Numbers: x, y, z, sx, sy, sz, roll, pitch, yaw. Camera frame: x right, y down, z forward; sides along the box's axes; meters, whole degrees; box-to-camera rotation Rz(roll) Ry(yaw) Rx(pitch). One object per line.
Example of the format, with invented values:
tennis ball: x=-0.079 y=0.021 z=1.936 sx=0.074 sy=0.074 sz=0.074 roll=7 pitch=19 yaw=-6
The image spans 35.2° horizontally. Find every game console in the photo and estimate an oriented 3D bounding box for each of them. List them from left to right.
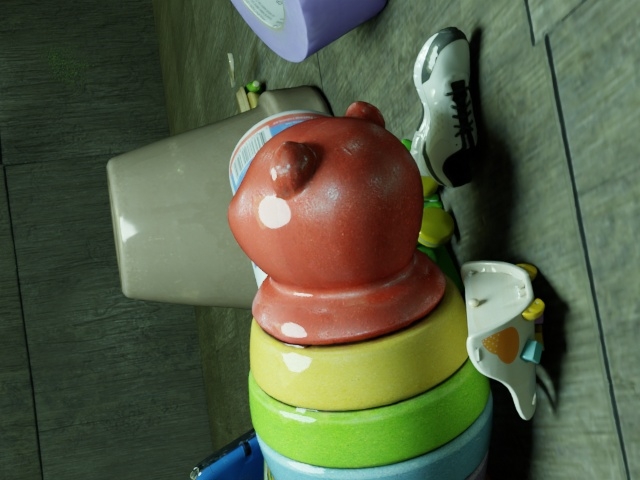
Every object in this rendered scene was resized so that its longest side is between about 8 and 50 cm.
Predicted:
game console: x=-0.139 y=0.341 z=1.606 sx=0.173 sy=0.250 sz=0.293 roll=40 pitch=143 yaw=33

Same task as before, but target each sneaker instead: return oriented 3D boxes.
sneaker: x=0.084 y=-0.082 z=0.639 sx=0.044 sy=0.040 sz=0.109 roll=44 pitch=146 yaw=45

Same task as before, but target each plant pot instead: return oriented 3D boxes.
plant pot: x=-0.105 y=-0.025 z=1.079 sx=0.263 sy=0.229 sz=0.263 roll=173 pitch=90 yaw=-77

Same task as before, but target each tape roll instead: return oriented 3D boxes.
tape roll: x=-0.033 y=-0.242 z=0.796 sx=0.189 sy=0.080 sz=0.189 roll=52 pitch=168 yaw=16

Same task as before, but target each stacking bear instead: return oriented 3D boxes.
stacking bear: x=0.020 y=0.063 z=0.629 sx=0.164 sy=0.175 sz=0.289 roll=9 pitch=119 yaw=40

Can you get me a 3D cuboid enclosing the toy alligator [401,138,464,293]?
toy alligator: x=0.067 y=0.009 z=0.717 sx=0.056 sy=0.051 sz=0.190 roll=104 pitch=156 yaw=-60

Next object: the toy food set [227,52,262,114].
toy food set: x=-0.087 y=-0.155 z=1.391 sx=0.132 sy=0.038 sz=0.192 roll=118 pitch=139 yaw=-81

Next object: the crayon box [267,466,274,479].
crayon box: x=-0.006 y=0.253 z=1.128 sx=0.318 sy=0.081 sz=0.202 roll=-137 pitch=41 yaw=-72

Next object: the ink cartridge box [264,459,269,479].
ink cartridge box: x=-0.026 y=0.366 z=1.322 sx=0.209 sy=0.062 sz=0.109 roll=-115 pitch=22 yaw=-56

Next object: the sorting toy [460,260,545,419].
sorting toy: x=0.110 y=0.060 z=0.578 sx=0.083 sy=0.044 sz=0.075 roll=-80 pitch=-25 yaw=-62

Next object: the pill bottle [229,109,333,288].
pill bottle: x=0.000 y=0.000 z=0.852 sx=0.124 sy=0.124 sz=0.221 roll=95 pitch=163 yaw=-44
